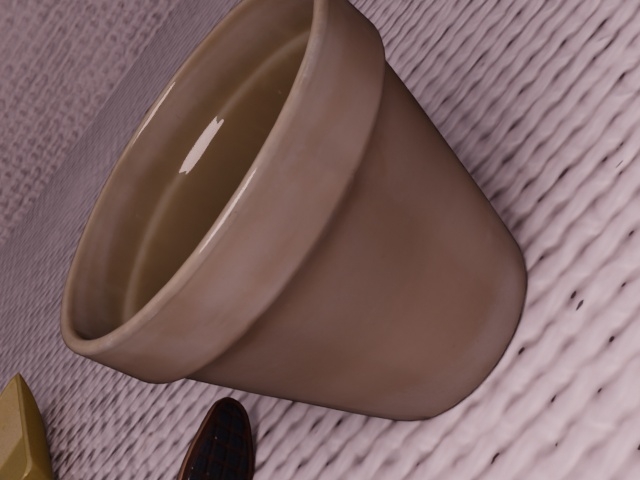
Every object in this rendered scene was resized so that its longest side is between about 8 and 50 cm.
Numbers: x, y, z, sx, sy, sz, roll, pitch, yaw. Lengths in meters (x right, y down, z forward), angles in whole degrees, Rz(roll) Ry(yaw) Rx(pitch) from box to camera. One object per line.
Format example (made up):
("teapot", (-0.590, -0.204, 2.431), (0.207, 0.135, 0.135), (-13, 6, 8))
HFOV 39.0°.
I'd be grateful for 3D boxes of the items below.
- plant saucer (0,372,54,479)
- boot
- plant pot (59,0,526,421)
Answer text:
("plant saucer", (-0.502, 0.409, 1.356), (0.333, 0.081, 0.333), (-56, 26, 2))
("boot", (-0.134, 0.262, 0.886), (0.106, 0.082, 0.219), (-24, 43, 44))
("plant pot", (0.000, 0.000, 0.719), (0.323, 0.280, 0.323), (-40, 32, 31))
